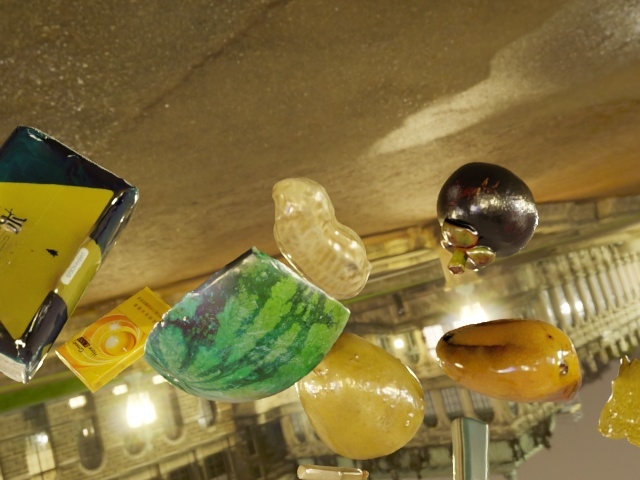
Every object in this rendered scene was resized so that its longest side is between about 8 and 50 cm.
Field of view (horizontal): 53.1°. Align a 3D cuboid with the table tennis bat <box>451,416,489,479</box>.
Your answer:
[{"bbox_3d":[0.119,0.271,0.499,0.154,0.274,0.021,23,140,-17],"label":"table tennis bat"}]

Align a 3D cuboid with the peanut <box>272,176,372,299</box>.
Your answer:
[{"bbox_3d":[0.000,0.000,1.278,0.153,0.140,0.325,5,142,33],"label":"peanut"}]

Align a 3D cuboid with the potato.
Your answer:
[{"bbox_3d":[0.039,0.212,0.958,0.178,0.203,0.158,-35,129,0],"label":"potato"}]

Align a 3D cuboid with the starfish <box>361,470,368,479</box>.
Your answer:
[{"bbox_3d":[0.024,0.647,1.616,0.227,0.043,0.240,-13,166,-44],"label":"starfish"}]

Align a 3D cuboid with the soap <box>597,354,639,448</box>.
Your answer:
[{"bbox_3d":[0.541,0.270,0.913,0.339,0.169,0.304,3,175,39],"label":"soap"}]

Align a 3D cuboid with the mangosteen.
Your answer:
[{"bbox_3d":[0.413,-0.045,1.658,0.302,0.275,0.275,-57,-179,-12],"label":"mangosteen"}]

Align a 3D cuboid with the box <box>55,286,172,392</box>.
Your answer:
[{"bbox_3d":[-0.487,0.234,1.567,0.269,0.152,0.043,-38,145,-32],"label":"box"}]

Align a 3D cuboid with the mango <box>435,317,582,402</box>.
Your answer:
[{"bbox_3d":[0.302,0.197,1.070,0.166,0.136,0.236,9,170,-44],"label":"mango"}]

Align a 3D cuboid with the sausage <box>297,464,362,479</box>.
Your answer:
[{"bbox_3d":[0.019,0.366,1.003,0.132,0.024,0.024,21,150,-38],"label":"sausage"}]

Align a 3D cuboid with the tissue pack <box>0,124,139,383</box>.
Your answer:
[{"bbox_3d":[-0.573,0.033,1.236,0.264,0.416,0.253,29,152,-10],"label":"tissue pack"}]

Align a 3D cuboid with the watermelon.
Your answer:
[{"bbox_3d":[-0.099,0.096,0.668,0.231,0.128,0.146,-35,149,4],"label":"watermelon"}]
